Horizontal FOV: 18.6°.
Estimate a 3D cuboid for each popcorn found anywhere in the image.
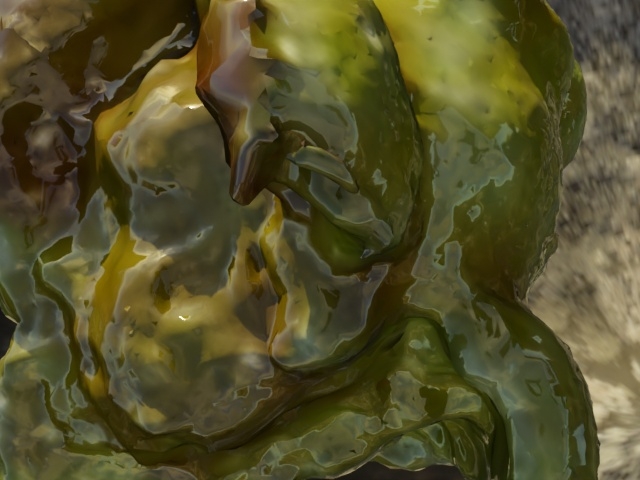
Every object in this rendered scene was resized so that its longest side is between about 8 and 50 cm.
[{"bbox_3d":[0.000,0.007,0.854,0.326,0.290,0.321,30,124,19],"label":"popcorn"}]
